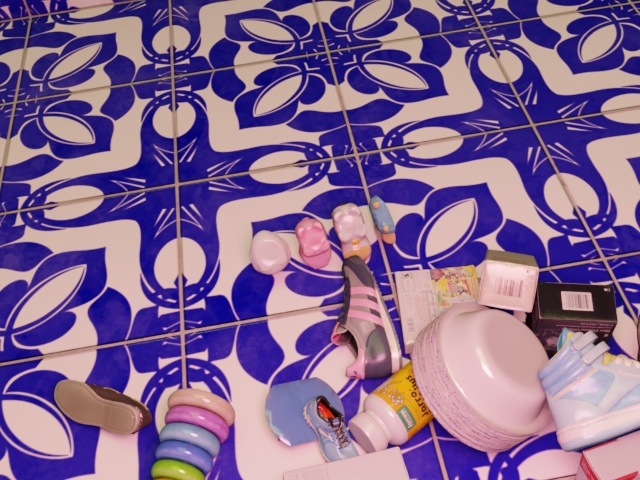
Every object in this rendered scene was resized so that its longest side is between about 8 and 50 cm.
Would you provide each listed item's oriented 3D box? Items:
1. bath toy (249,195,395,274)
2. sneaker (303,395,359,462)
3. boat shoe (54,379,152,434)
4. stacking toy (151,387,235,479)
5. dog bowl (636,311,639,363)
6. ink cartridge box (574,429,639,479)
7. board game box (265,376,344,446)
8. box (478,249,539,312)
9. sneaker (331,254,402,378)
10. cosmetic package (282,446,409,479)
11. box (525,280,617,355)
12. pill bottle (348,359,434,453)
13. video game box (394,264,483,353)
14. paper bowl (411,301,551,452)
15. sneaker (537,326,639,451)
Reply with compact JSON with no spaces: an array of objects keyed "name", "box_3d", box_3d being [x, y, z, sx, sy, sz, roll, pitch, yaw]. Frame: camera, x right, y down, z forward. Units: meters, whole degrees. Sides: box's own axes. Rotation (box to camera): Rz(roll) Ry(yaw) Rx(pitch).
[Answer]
[{"name":"bath toy","box_3d":[0.000,0.000,1.846,0.348,0.152,0.129,-16,10,-4]},{"name":"sneaker","box_3d":[0.024,0.377,1.519,0.063,0.073,0.162,-23,65,-33]},{"name":"boat shoe","box_3d":[-0.459,0.350,1.624,0.227,0.068,0.081,16,92,24]},{"name":"stacking toy","box_3d":[-0.272,0.456,1.469,0.141,0.141,0.331,7,53,12]},{"name":"dog bowl","box_3d":[0.820,0.250,1.512,0.407,0.150,0.408,-3,47,3]},{"name":"ink cartridge box","box_3d":[0.525,0.427,1.370,0.127,0.175,0.072,-17,46,-9]},{"name":"board game box","box_3d":[-0.036,0.355,1.584,0.168,0.033,0.133,-7,57,-26]},{"name":"box","box_3d":[0.398,0.080,1.639,0.113,0.094,0.275,9,5,14]},{"name":"sneaker","box_3d":[0.075,0.163,1.698,0.131,0.112,0.319,-12,47,-9]},{"name":"cosmetic package","box_3d":[0.052,0.477,1.441,0.230,0.086,0.117,-10,48,-5]},{"name":"box","box_3d":[0.519,0.168,1.607,0.155,0.158,0.093,2,54,7]},{"name":"pill bottle","box_3d":[0.160,0.331,1.535,0.208,0.118,0.117,-34,53,-22]},{"name":"video game box","box_3d":[0.269,0.152,1.729,0.186,0.048,0.205,-6,48,4]},{"name":"paper bowl","box_3d":[0.328,0.247,1.483,0.284,0.148,0.284,21,45,-23]},{"name":"sneaker","box_3d":[0.540,0.226,1.370,0.318,0.127,0.208,-20,66,-2]}]
